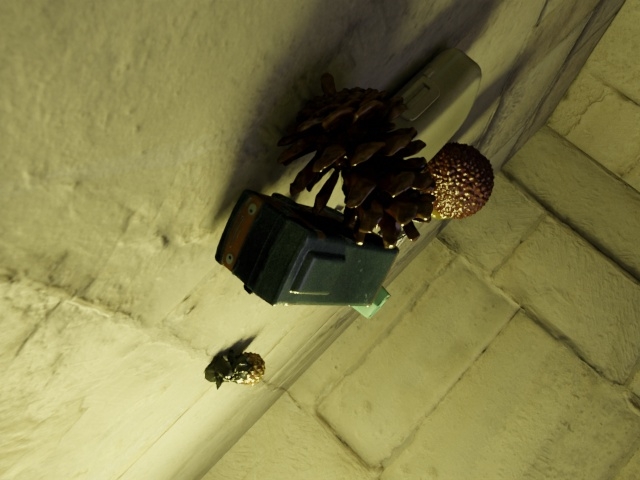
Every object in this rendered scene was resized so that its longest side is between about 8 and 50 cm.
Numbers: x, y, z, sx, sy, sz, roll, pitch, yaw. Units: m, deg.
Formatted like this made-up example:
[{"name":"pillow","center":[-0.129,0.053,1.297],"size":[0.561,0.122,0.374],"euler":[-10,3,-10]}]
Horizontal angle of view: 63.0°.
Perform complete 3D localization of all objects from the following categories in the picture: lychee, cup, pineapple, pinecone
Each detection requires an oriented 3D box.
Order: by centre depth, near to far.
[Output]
[{"name":"pinecone","center":[0.063,-0.122,0.865],"size":[0.244,0.309,0.244],"euler":[-32,-173,4]},{"name":"pineapple","center":[-0.256,0.390,1.577],"size":[0.237,0.111,0.119],"euler":[34,66,-66]},{"name":"cup","center":[0.097,0.126,1.610],"size":[0.148,0.236,0.134],"euler":[-31,159,-52]},{"name":"lychee","center":[0.452,-0.211,1.747],"size":[0.271,0.271,0.271],"euler":[-43,164,-15]}]

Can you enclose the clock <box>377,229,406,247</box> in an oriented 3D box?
[{"name":"clock","center":[0.259,0.016,2.074],"size":[0.193,0.073,0.144],"euler":[-24,152,-56]}]

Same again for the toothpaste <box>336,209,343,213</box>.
[{"name":"toothpaste","center":[0.000,0.000,1.408],"size":[0.194,0.043,0.067],"euler":[-55,160,8]}]

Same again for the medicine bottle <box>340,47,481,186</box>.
[{"name":"medicine bottle","center":[0.201,-0.242,1.179],"size":[0.375,0.123,0.282],"euler":[-43,163,-10]}]

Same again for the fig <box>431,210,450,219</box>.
[{"name":"fig","center":[0.481,-0.150,2.087],"size":[0.154,0.166,0.144],"euler":[-13,127,-45]}]

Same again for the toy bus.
[{"name":"toy bus","center":[-0.015,0.024,0.995],"size":[0.323,0.194,0.162],"euler":[10,111,-52]}]

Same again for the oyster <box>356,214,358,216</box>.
[{"name":"oyster","center":[0.127,-0.135,1.381],"size":[0.105,0.056,0.177],"euler":[-42,166,-44]}]

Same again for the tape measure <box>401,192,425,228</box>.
[{"name":"tape measure","center":[0.347,-0.132,1.918],"size":[0.330,0.084,0.164],"euler":[-26,156,-53]}]
